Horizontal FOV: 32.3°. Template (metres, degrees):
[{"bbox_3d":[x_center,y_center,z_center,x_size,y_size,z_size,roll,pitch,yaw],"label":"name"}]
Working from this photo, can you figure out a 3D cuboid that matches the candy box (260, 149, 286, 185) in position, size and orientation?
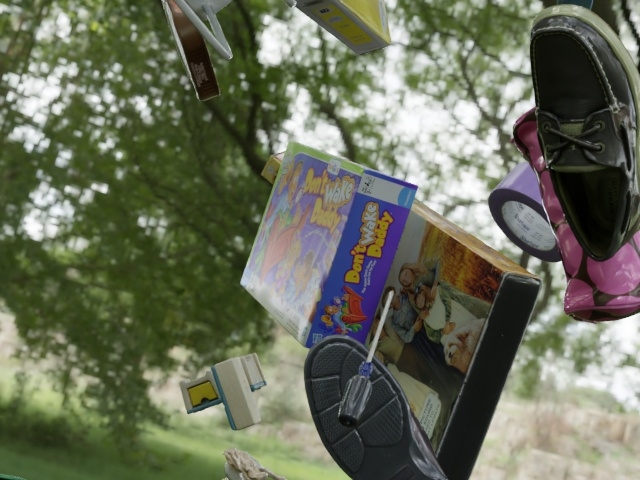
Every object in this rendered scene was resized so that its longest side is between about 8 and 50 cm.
[{"bbox_3d":[-0.009,-0.098,2.084,0.187,0.053,0.109,39,32,15],"label":"candy box"}]

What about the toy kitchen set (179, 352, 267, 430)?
[{"bbox_3d":[-0.189,0.293,2.014,0.166,0.122,0.207,-21,-6,9],"label":"toy kitchen set"}]

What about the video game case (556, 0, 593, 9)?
[{"bbox_3d":[0.409,-0.513,1.653,0.061,0.244,0.269,10,-11,10],"label":"video game case"}]

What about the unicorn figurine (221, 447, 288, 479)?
[{"bbox_3d":[-0.076,0.271,1.180,0.111,0.060,0.162,25,-47,26],"label":"unicorn figurine"}]

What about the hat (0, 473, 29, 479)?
[{"bbox_3d":[-0.359,0.348,1.116,0.173,0.183,0.208,6,-34,-28],"label":"hat"}]

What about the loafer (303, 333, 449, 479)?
[{"bbox_3d":[0.075,0.236,1.273,0.302,0.109,0.095,57,2,-6],"label":"loafer"}]

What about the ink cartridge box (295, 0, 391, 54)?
[{"bbox_3d":[-0.009,-0.428,1.421,0.072,0.303,0.307,-12,-12,20],"label":"ink cartridge box"}]

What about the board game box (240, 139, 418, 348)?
[{"bbox_3d":[0.000,0.000,1.507,0.078,0.233,0.347,17,5,-20],"label":"board game box"}]

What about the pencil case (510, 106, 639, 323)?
[{"bbox_3d":[0.242,-0.024,1.025,0.095,0.209,0.098,5,-23,-45],"label":"pencil case"}]

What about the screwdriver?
[{"bbox_3d":[0.048,0.104,1.037,0.024,0.170,0.025,14,-40,9],"label":"screwdriver"}]

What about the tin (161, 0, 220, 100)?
[{"bbox_3d":[-0.186,-0.278,1.587,0.040,0.106,0.189,-19,-31,-4],"label":"tin"}]

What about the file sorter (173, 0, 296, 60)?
[{"bbox_3d":[-0.033,-0.301,0.847,0.193,0.278,0.173,49,10,-31],"label":"file sorter"}]

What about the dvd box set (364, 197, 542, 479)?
[{"bbox_3d":[0.126,0.121,1.491,0.062,0.307,0.420,15,12,-22],"label":"dvd box set"}]

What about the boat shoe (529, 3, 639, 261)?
[{"bbox_3d":[0.213,-0.077,0.873,0.080,0.073,0.223,3,-46,35],"label":"boat shoe"}]

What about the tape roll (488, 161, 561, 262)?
[{"bbox_3d":[0.415,-0.053,2.088,0.189,0.080,0.189,38,-22,18],"label":"tape roll"}]
